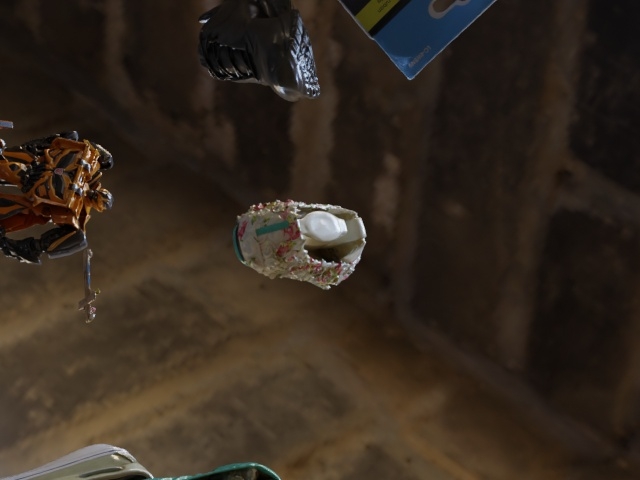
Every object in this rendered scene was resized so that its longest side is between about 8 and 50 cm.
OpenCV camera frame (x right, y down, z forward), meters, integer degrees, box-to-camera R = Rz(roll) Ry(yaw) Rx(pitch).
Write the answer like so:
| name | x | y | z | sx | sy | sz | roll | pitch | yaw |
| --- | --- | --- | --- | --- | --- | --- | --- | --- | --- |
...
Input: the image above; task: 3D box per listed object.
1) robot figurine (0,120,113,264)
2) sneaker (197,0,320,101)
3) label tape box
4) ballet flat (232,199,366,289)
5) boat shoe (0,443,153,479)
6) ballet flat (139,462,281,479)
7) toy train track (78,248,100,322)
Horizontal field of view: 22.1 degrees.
| name | x | y | z | sx | sy | sz | roll | pitch | yaw |
| --- | --- | --- | --- | --- | --- | --- | --- | --- | --- |
| robot figurine | -0.412 | -0.073 | 2.104 | 0.085 | 0.291 | 0.211 | 85 | 13 | -54 |
| sneaker | -0.077 | -0.220 | 1.910 | 0.130 | 0.286 | 0.109 | -16 | 111 | -4 |
| label tape box | 0.103 | -0.409 | 2.032 | 0.249 | 0.348 | 0.115 | -43 | 171 | 20 |
| ballet flat | 0.000 | 0.000 | 1.611 | 0.077 | 0.091 | 0.241 | -20 | 174 | 24 |
| boat shoe | -0.325 | 0.310 | 1.824 | 0.302 | 0.094 | 0.109 | -27 | 106 | -30 |
| ballet flat | -0.134 | 0.266 | 1.609 | 0.247 | 0.083 | 0.087 | -11 | 173 | -41 |
| toy train track | -0.257 | 0.051 | 1.832 | 0.014 | 0.083 | 0.048 | 5 | 161 | -30 |
